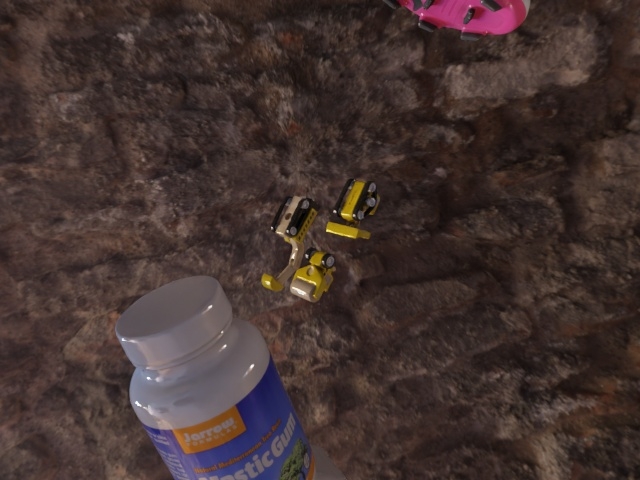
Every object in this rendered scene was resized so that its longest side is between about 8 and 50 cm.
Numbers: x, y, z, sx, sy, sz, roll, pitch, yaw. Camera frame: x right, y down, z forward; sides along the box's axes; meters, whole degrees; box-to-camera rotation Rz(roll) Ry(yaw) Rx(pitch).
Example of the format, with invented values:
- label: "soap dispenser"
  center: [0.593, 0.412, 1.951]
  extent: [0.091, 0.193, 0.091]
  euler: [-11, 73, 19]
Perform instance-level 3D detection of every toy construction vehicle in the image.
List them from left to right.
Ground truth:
- label: "toy construction vehicle"
  center: [0.000, 0.000, 0.402]
  extent: [0.035, 0.086, 0.098]
  euler: [35, -107, -44]

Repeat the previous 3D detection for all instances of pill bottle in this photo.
- label: "pill bottle"
  center: [-0.113, 0.182, 0.569]
  extent: [0.152, 0.152, 0.272]
  euler: [-19, -66, 0]

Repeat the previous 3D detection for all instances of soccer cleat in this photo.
- label: "soccer cleat"
  center: [0.075, -0.331, 0.534]
  extent: [0.331, 0.116, 0.143]
  euler: [26, -93, 7]

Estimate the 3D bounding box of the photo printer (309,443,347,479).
- label: "photo printer"
  center: [-0.086, 0.442, 0.917]
  extent: [0.256, 0.307, 0.107]
  euler: [7, -99, -12]
